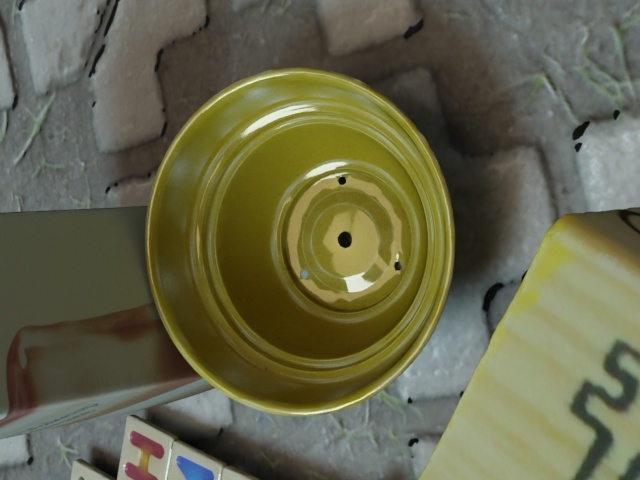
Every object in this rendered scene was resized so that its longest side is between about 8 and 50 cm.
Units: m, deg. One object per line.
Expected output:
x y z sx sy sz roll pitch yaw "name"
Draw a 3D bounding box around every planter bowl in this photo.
0.000 0.000 0.855 0.217 0.090 0.217 1 91 25 "planter bowl"

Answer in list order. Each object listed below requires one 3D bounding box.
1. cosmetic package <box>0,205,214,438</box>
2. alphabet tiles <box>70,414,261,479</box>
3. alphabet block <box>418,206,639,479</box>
-0.184 0.059 0.885 0.153 0.296 0.129 -22 79 38 "cosmetic package"
-0.093 0.300 0.973 0.342 0.011 0.285 18 102 42 "alphabet tiles"
0.195 0.110 0.660 0.197 0.192 0.193 37 114 31 "alphabet block"
